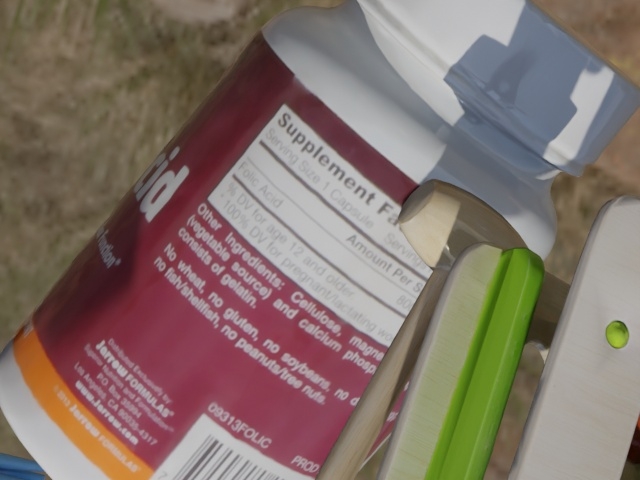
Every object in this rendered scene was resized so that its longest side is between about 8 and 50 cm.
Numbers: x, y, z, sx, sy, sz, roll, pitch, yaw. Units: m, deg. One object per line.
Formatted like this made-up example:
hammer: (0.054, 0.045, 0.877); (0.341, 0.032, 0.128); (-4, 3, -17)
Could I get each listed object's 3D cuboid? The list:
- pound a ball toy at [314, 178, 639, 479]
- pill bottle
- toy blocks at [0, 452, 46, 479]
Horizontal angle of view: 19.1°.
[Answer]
pound a ball toy: (0.094, 0.119, 0.875); (0.136, 0.319, 0.208); (30, 157, -21)
pill bottle: (0.000, 0.000, 1.167); (0.224, 0.224, 0.392); (33, 102, -36)
toy blocks: (-0.296, 0.201, 1.517); (0.148, 0.054, 0.123); (11, 130, -3)
